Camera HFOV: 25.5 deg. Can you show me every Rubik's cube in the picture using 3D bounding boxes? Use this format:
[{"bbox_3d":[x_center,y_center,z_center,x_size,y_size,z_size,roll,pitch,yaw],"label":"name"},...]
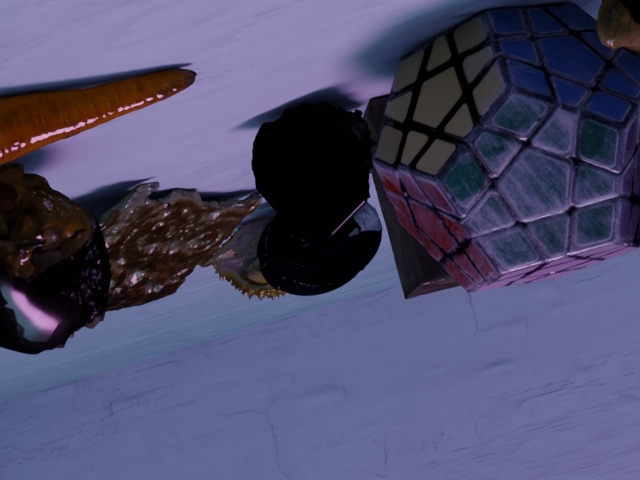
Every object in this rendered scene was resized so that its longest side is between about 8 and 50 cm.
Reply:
[{"bbox_3d":[0.213,-0.095,1.496,0.319,0.319,0.264,-10,143,-28],"label":"Rubik's cube"}]

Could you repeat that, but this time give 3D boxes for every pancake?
[{"bbox_3d":[-0.263,0.007,1.945,0.305,0.067,0.427,-38,162,21],"label":"pancake"}]

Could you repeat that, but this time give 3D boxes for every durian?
[{"bbox_3d":[-0.093,0.037,2.241,0.208,0.146,0.102,-7,145,8],"label":"durian"}]

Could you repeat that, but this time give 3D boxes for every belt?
[{"bbox_3d":[0.000,0.000,2.160,0.198,0.151,0.078,-22,170,-21],"label":"belt"}]

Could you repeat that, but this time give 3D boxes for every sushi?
[{"bbox_3d":[-0.334,0.006,1.488,0.200,0.204,0.213,9,-150,14],"label":"sushi"}]

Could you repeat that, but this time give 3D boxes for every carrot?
[{"bbox_3d":[-0.236,-0.122,1.312,0.257,0.061,0.061,-21,174,-21],"label":"carrot"}]

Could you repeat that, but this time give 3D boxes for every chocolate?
[{"bbox_3d":[0.014,-0.100,1.645,0.156,0.156,0.133,-21,-173,34],"label":"chocolate"}]

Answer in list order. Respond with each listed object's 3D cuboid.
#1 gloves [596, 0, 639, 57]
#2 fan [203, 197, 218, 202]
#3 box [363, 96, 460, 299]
[{"bbox_3d":[0.323,-0.228,1.274,0.154,0.141,0.331,10,-176,7],"label":"gloves"},{"bbox_3d":[-0.185,-0.046,2.009,0.083,0.004,0.056,-14,172,-8],"label":"fan"},{"bbox_3d":[0.153,-0.062,1.728,0.149,0.231,0.155,-14,172,-7],"label":"box"}]
